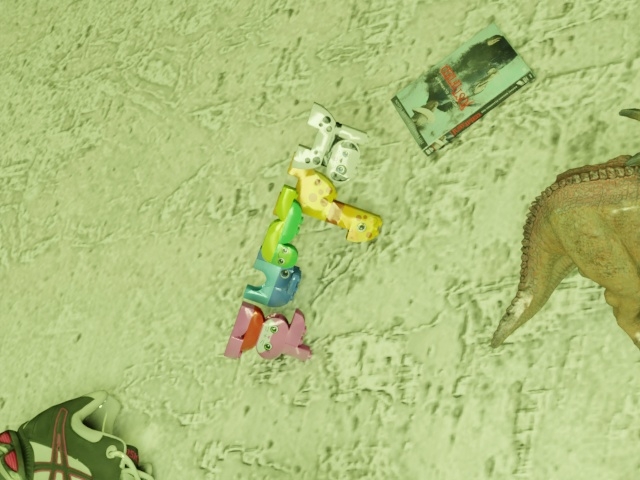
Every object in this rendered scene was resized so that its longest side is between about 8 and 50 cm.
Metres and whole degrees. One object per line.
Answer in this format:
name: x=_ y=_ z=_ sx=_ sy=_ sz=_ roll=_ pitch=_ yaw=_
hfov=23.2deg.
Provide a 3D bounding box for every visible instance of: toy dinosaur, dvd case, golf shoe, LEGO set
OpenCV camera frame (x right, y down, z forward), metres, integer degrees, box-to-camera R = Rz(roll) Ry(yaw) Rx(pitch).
toy dinosaur: x=0.229 y=-0.021 z=1.086 sx=0.296 sy=0.200 sz=0.127 roll=-18 pitch=48 yaw=29
dvd case: x=0.127 y=-0.137 z=1.406 sx=0.119 sy=0.013 sz=0.087 roll=-37 pitch=42 yaw=10
golf shoe: x=-0.195 y=0.225 z=1.308 sx=0.120 sy=0.105 sz=0.273 roll=-37 pitch=42 yaw=-1
LEGO set: x=0.000 y=0.000 z=1.342 sx=0.087 sy=0.093 sz=0.227 roll=-88 pitch=18 yaw=-79
